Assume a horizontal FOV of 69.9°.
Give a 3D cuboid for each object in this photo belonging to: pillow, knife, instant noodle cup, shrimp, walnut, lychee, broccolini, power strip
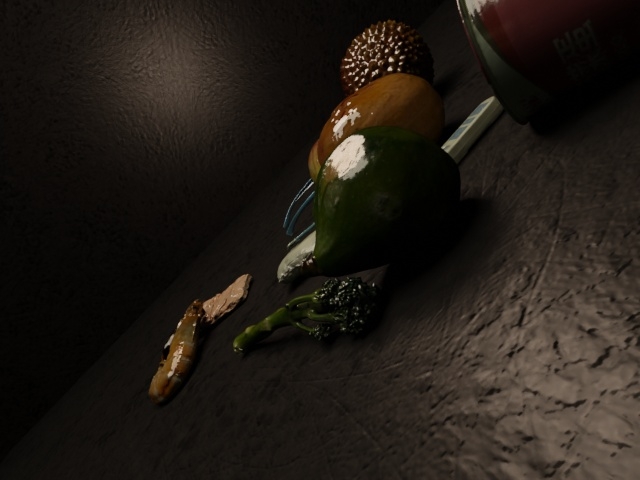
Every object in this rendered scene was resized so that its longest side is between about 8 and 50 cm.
[{"bbox_3d":[0.000,0.000,0.933,0.229,0.051,0.128,-39,15,21],"label":"pillow"},{"bbox_3d":[-0.035,-0.012,0.962,0.096,0.010,0.027,-42,-8,-18],"label":"knife"},{"bbox_3d":[0.304,-0.293,0.590,0.178,0.235,0.235,-20,28,39],"label":"instant noodle cup"},{"bbox_3d":[-0.344,0.265,1.111,0.152,0.063,0.287,-44,24,29],"label":"shrimp"},{"bbox_3d":[0.108,-0.201,0.893,0.298,0.203,0.203,-41,14,-14],"label":"walnut"},{"bbox_3d":[0.178,-0.429,1.213,0.267,0.267,0.267,-42,16,15],"label":"lychee"},{"bbox_3d":[-0.045,0.142,0.713,0.392,0.078,0.074,-38,26,51],"label":"broccolini"},{"bbox_3d":[0.244,-0.174,0.776,0.191,0.030,0.047,-48,15,-8],"label":"power strip"},{"bbox_3d":[-0.273,0.179,1.217,0.232,0.043,0.126,-37,23,22],"label":"pillow"}]

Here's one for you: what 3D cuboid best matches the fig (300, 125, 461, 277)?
[{"bbox_3d":[0.070,-0.038,0.625,0.245,0.195,0.195,-58,16,-2],"label":"fig"}]

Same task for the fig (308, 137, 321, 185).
[{"bbox_3d":[0.049,-0.137,1.057,0.160,0.143,0.231,-29,57,35],"label":"fig"}]

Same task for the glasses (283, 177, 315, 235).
[{"bbox_3d":[-0.025,-0.113,1.319,0.221,0.088,0.189,-65,15,5],"label":"glasses"}]
